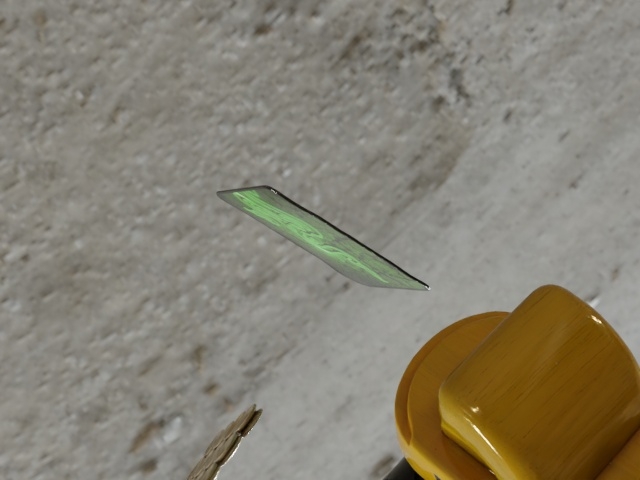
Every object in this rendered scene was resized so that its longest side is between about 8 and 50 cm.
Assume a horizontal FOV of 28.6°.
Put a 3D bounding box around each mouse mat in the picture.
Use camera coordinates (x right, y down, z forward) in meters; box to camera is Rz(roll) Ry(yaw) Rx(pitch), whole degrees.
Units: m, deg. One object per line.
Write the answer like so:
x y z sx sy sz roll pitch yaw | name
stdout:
0.000 0.000 1.180 0.189 0.152 0.007 33 77 -19 | mouse mat

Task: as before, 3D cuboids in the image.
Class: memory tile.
-0.109 0.225 1.275 0.113 0.012 0.148 -56 -175 -30 | memory tile

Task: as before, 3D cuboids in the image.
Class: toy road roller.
0.204 0.185 0.981 0.202 0.329 0.241 -42 151 -20 | toy road roller
